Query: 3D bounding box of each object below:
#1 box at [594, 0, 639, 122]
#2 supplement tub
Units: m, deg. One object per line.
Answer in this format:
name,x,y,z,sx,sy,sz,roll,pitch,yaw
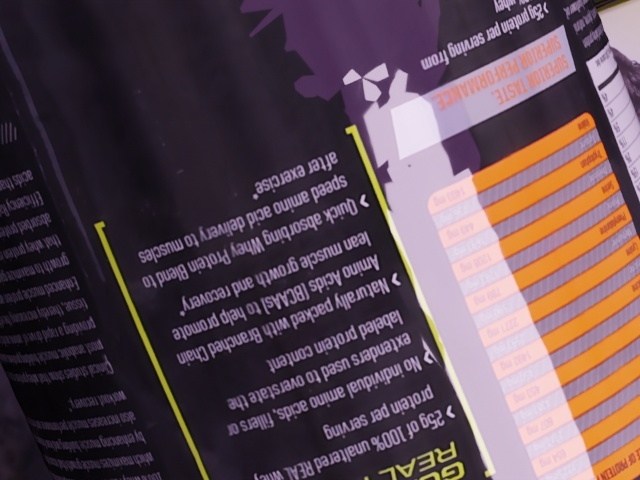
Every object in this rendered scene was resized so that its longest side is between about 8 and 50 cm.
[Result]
box,0.132,-0.054,0.694,0.058,0.232,0.087,-65,133,-80
supplement tub,0.000,0.000,0.571,0.207,0.207,0.338,-29,101,-41
